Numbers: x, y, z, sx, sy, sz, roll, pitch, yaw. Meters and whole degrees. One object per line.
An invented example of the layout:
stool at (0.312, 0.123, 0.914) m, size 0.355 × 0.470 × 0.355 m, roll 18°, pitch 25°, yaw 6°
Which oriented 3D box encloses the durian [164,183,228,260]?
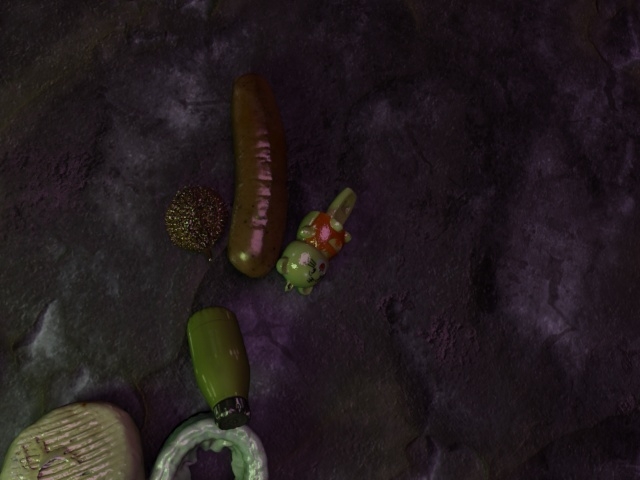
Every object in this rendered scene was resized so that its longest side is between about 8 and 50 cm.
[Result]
durian at (-0.271, -0.045, 1.319) m, size 0.148 × 0.091 × 0.188 m, roll -14°, pitch 83°, yaw -17°

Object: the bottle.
bottle at (-0.200, 0.257, 1.196) m, size 0.112 × 0.112 × 0.260 m, roll -8°, pitch 43°, yaw -16°

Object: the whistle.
whistle at (0.000, 0.000, 1.363) m, size 0.288 × 0.106 × 0.131 m, roll -55°, pitch 134°, yaw -14°

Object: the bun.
bun at (-0.466, 0.443, 1.119) m, size 0.273 × 0.168 × 0.273 m, roll 5°, pitch 54°, yaw -7°

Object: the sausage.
sausage at (-0.143, -0.161, 1.365) m, size 0.136 × 0.123 × 0.500 m, roll -4°, pitch 77°, yaw 14°

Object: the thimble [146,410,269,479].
thimble at (-0.227, 0.461, 1.185) m, size 0.237 × 0.150 × 0.237 m, roll 3°, pitch 77°, yaw -13°
